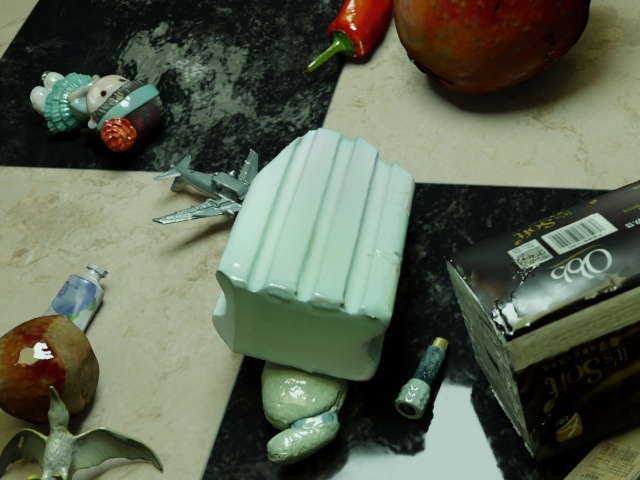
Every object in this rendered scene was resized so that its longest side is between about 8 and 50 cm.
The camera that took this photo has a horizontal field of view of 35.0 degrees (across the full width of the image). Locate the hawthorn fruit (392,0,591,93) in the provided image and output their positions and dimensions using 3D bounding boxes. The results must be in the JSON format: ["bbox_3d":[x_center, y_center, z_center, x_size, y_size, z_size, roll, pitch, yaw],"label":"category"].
[{"bbox_3d":[0.244,-0.362,1.455,0.315,0.316,0.316,-8,48,9],"label":"hawthorn fruit"}]

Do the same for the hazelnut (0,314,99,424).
[{"bbox_3d":[-0.352,0.162,1.262,0.143,0.154,0.143,0,89,13],"label":"hazelnut"}]

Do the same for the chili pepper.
[{"bbox_3d":[0.061,-0.399,1.700,0.137,0.092,0.368,-17,37,26],"label":"chili pepper"}]

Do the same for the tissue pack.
[{"bbox_3d":[0.338,0.059,1.105,0.369,0.198,0.210,-20,31,-2],"label":"tissue pack"}]

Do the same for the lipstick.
[{"bbox_3d":[0.127,0.158,1.213,0.037,0.037,0.116,13,51,25],"label":"lipstick"}]

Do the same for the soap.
[{"bbox_3d":[0.000,0.000,1.277,0.208,0.115,0.347,13,39,2],"label":"soap"}]

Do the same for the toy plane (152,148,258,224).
[{"bbox_3d":[-0.136,-0.067,1.467,0.226,0.058,0.226,19,41,29],"label":"toy plane"}]

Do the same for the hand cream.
[{"bbox_3d":[-0.342,0.096,1.392,0.084,0.053,0.142,19,67,28],"label":"hand cream"}]

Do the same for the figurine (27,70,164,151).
[{"bbox_3d":[-0.362,-0.207,1.626,0.245,0.110,0.138,14,57,32],"label":"figurine"}]

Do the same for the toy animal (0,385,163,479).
[{"bbox_3d":[-0.301,0.249,1.183,0.219,0.155,0.095,0,40,5],"label":"toy animal"}]

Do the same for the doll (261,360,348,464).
[{"bbox_3d":[-0.019,0.172,1.213,0.103,0.072,0.214,-6,44,13],"label":"doll"}]

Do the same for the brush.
[{"bbox_3d":[0.364,0.210,1.090,0.327,0.065,0.070,-36,30,-28],"label":"brush"}]
